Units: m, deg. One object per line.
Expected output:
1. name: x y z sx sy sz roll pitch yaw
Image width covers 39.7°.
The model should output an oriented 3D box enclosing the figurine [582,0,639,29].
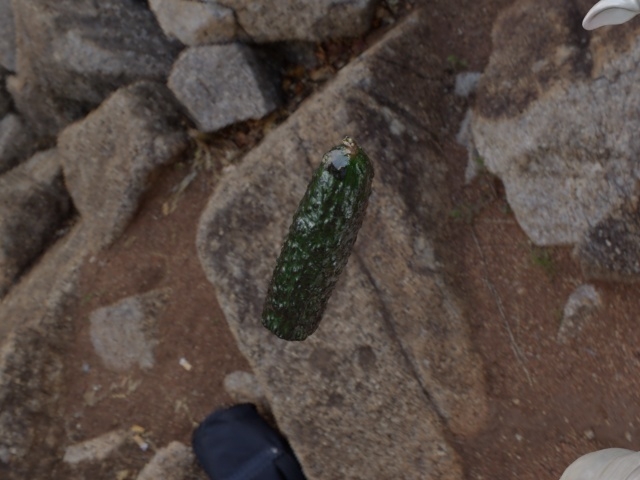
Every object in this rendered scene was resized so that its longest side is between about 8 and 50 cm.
1. figurine: 0.394 -0.287 0.918 0.236 0.155 0.127 -10 90 7

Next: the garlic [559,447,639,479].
1. garlic: 0.262 0.265 0.673 0.228 0.152 0.227 9 101 58

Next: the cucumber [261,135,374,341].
1. cucumber: 0.000 0.000 0.843 0.068 0.293 0.067 8 52 -11
